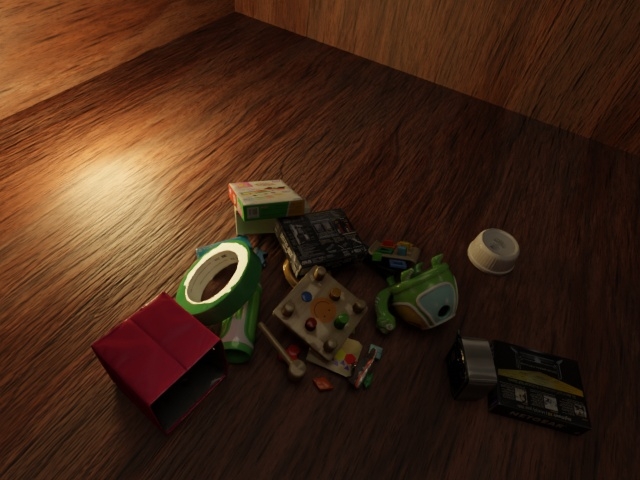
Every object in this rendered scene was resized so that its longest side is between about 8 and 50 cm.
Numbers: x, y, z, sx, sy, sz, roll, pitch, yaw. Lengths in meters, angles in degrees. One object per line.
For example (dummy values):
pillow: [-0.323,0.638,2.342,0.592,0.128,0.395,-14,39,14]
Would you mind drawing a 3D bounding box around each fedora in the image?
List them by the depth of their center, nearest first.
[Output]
fedora: [-0.055,0.135,1.609,0.194,0.079,0.195,10,52,-12]

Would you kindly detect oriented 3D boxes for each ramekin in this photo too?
ramekin: [0.769,0.043,1.814,0.206,0.109,0.207,5,49,-5]

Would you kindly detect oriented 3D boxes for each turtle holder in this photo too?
turtle holder: [0.363,0.211,1.518,0.320,0.243,0.228,-19,81,-38]

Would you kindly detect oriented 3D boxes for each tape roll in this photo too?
tape roll: [-0.359,0.144,1.458,0.321,0.077,0.322,-23,39,20]

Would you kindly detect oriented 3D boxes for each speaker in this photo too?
speaker: [-0.278,0.267,1.441,0.131,0.131,0.297,5,48,-4]

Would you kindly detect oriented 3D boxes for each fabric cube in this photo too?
fabric cube: [-0.468,0.366,1.244,0.258,0.254,0.259,33,53,21]

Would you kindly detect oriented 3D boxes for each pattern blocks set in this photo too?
pattern blocks set: [0.044,0.393,1.449,0.324,0.026,0.285,27,51,14]

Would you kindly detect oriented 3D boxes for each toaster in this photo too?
toaster: [0.502,0.424,1.389,0.110,0.186,0.168,3,48,0]

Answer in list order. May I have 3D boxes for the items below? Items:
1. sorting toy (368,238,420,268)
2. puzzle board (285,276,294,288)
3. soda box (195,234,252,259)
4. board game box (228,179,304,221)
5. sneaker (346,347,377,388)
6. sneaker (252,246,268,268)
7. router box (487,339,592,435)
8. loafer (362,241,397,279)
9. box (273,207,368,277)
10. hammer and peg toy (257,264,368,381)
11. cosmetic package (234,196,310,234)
sorting toy: [0.307,0.032,1.685,0.195,0.047,0.347,12,17,16]
puzzle board: [-0.063,0.155,1.652,0.128,0.011,0.096,-25,58,-26]
soda box: [-0.385,0.050,1.656,0.209,0.067,0.071,-18,54,-22]
board game box: [-0.227,-0.171,1.680,0.241,0.064,0.316,-7,25,-19]
sneaker: [0.139,0.417,1.388,0.064,0.061,0.158,25,49,20]
sneaker: [-0.251,0.095,1.642,0.073,0.063,0.162,15,49,0]
router box: [0.741,0.502,1.425,0.308,0.081,0.243,14,48,4]
loafer: [0.235,0.074,1.724,0.076,0.078,0.223,-30,59,-30]
box: [0.000,0.000,1.633,0.307,0.077,0.243,-12,57,-29]
hammer and peg toy: [-0.031,0.273,1.403,0.266,0.127,0.361,40,58,8]
cosmetic package: [-0.208,-0.108,1.759,0.308,0.113,0.160,-5,24,-13]
